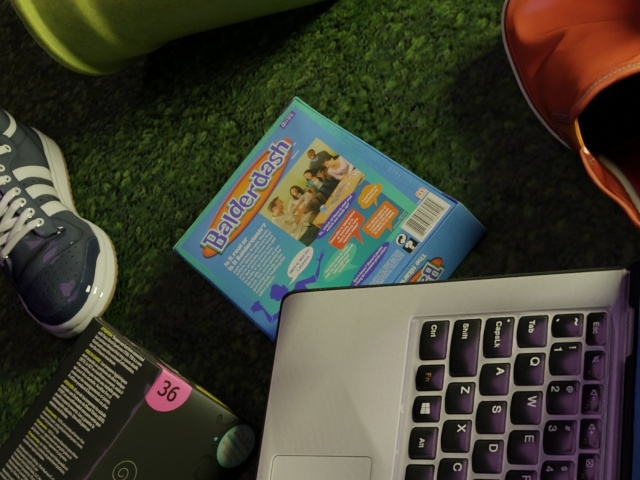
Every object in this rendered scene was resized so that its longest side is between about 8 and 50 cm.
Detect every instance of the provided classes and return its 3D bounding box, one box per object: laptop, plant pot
[{"bbox_3d":[0.061,0.161,0.626,0.407,0.236,0.382,-5,66,34],"label":"laptop"},{"bbox_3d":[-0.104,-0.291,1.093,0.253,0.276,0.276,-1,61,25],"label":"plant pot"}]

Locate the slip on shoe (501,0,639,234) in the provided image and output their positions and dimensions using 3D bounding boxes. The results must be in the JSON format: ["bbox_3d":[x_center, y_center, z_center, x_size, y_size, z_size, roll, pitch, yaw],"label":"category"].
[{"bbox_3d":[0.202,-0.089,0.811,0.123,0.101,0.331,-36,44,16],"label":"slip on shoe"}]

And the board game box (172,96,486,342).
[{"bbox_3d":[0.000,0.000,0.946,0.160,0.047,0.210,-51,45,0],"label":"board game box"}]

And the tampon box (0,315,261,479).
[{"bbox_3d":[-0.145,0.161,0.900,0.101,0.120,0.161,29,82,46],"label":"tampon box"}]

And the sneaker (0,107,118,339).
[{"bbox_3d":[-0.283,-0.035,1.115,0.099,0.153,0.282,-42,45,9],"label":"sneaker"}]
